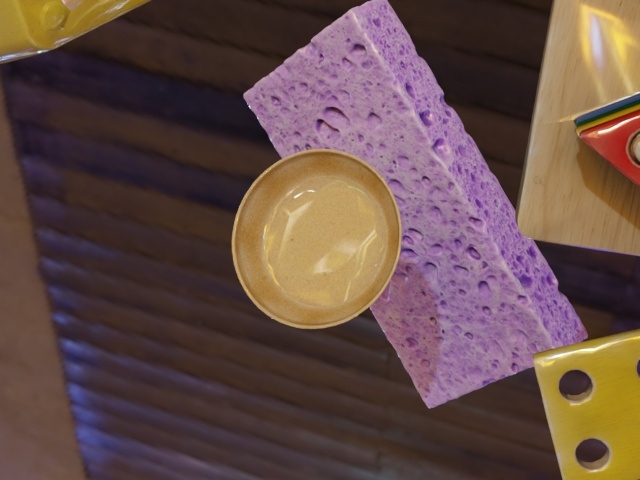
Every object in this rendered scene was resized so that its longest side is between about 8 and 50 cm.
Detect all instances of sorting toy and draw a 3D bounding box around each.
[{"bbox_3d":[0.130,-0.043,0.423,0.132,0.274,0.046,9,-166,3],"label":"sorting toy"}]

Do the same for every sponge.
[{"bbox_3d":[0.048,-0.016,0.810,0.117,0.031,0.210,-29,92,53],"label":"sponge"}]

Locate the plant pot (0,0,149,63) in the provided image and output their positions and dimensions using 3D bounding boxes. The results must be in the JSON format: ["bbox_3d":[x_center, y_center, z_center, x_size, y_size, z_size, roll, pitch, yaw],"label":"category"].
[{"bbox_3d":[-0.157,-0.210,0.814,0.187,0.212,0.212,26,140,48],"label":"plant pot"}]

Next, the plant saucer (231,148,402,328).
[{"bbox_3d":[0.000,0.000,0.692,0.083,0.083,0.015,7,174,22],"label":"plant saucer"}]
